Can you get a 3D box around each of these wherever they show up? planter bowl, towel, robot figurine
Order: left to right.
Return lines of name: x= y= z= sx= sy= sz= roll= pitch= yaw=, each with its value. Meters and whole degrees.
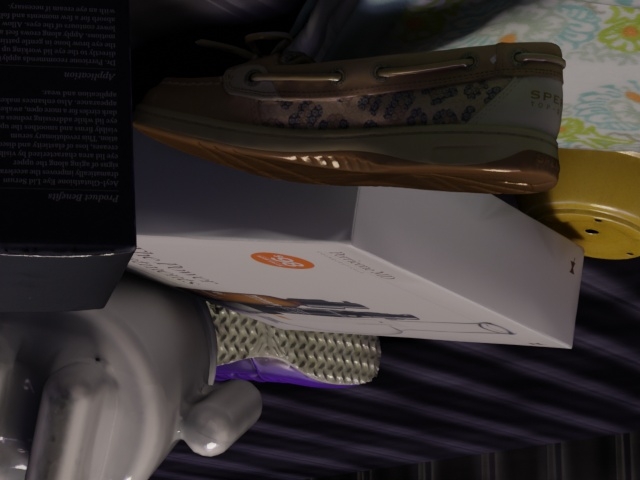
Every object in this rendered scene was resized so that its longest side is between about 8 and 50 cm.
robot figurine: x=-0.199 y=0.108 z=1.617 sx=0.300 sy=0.199 sz=0.353 roll=19 pitch=-166 yaw=7
towel: x=0.163 y=-0.140 z=1.304 sx=0.320 sy=0.090 sz=0.374 roll=6 pitch=164 yaw=-14
planter bowl: x=0.229 y=-0.043 z=1.631 sx=0.217 sy=0.090 sz=0.217 roll=13 pitch=162 yaw=4

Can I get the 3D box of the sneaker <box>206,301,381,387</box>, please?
sneaker: x=-0.078 y=0.116 z=2.298 sx=0.293 sy=0.102 sz=0.146 roll=9 pitch=166 yaw=-25

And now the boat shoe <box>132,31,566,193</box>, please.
boat shoe: x=0.017 y=-0.084 z=1.247 sx=0.285 sy=0.089 sz=0.104 roll=6 pitch=174 yaw=21

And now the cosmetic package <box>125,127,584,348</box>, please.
cosmetic package: x=0.000 y=0.000 z=1.544 sx=0.284 sy=0.097 sz=0.377 roll=0 pitch=167 yaw=31

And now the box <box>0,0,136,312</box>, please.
box: x=-0.186 y=-0.069 z=1.303 sx=0.108 sy=0.207 sz=0.153 roll=0 pitch=165 yaw=-14
